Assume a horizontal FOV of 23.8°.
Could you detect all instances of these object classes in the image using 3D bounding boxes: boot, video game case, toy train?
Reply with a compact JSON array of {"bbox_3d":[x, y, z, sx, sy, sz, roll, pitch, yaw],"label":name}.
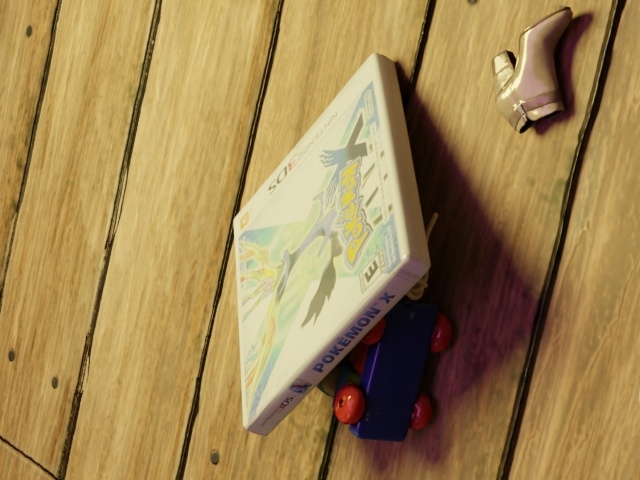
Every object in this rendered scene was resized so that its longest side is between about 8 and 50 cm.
[{"bbox_3d":[0.220,-0.165,1.507,0.118,0.042,0.087,-38,66,40],"label":"boot"},{"bbox_3d":[0.000,0.000,1.642,0.300,0.036,0.329,-48,32,33],"label":"video game case"},{"bbox_3d":[0.064,0.076,1.615,0.143,0.105,0.248,28,107,59],"label":"toy train"}]
